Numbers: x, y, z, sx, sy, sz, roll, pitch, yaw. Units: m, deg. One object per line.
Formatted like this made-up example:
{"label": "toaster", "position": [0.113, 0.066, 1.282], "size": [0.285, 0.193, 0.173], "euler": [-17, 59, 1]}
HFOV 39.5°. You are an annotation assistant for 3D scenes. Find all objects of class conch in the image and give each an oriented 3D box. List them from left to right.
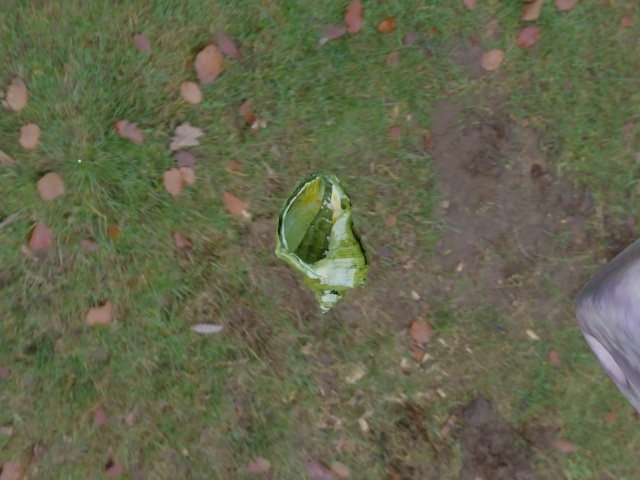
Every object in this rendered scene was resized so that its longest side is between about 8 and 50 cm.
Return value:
{"label": "conch", "position": [0.000, 0.000, 0.740], "size": [0.089, 0.074, 0.121], "euler": [8, 79, -54]}

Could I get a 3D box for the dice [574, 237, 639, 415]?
{"label": "dice", "position": [0.443, 0.086, 0.898], "size": [0.270, 0.270, 0.271], "euler": [-37, 82, -2]}
